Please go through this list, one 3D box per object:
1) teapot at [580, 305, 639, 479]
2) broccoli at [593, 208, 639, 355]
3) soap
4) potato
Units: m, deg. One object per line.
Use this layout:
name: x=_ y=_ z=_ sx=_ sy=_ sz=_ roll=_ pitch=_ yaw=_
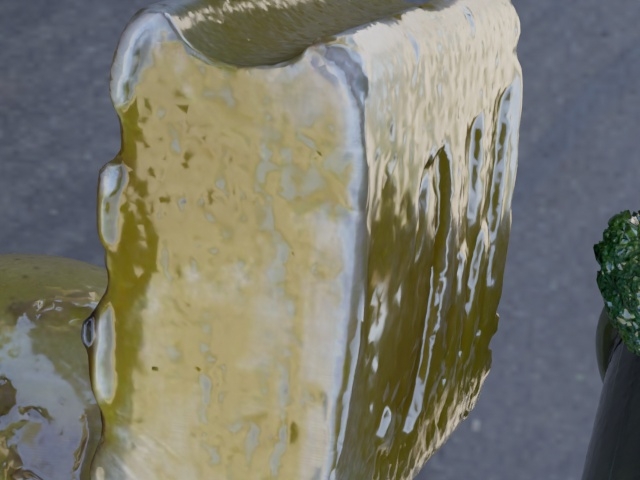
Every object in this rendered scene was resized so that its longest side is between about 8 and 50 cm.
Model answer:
teapot: x=0.289 y=0.187 z=1.308 sx=0.337 sy=0.270 sz=0.200 roll=-64 pitch=174 yaw=-51
broccoli: x=0.276 y=-0.010 z=1.049 sx=0.269 sy=0.262 sz=0.241 roll=52 pitch=43 yaw=-48
soap: x=0.000 y=0.000 z=1.083 sx=0.335 sy=0.156 sz=0.293 roll=-29 pitch=128 yaw=-67
potato: x=-0.315 y=0.222 z=1.765 sx=0.319 sy=0.385 sz=0.442 roll=11 pitch=94 yaw=-14
